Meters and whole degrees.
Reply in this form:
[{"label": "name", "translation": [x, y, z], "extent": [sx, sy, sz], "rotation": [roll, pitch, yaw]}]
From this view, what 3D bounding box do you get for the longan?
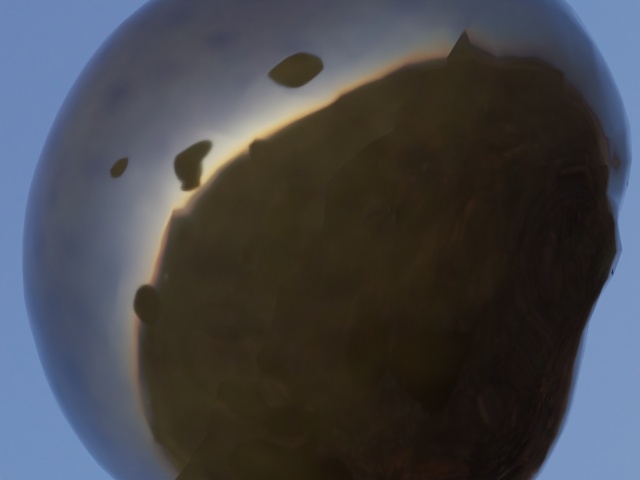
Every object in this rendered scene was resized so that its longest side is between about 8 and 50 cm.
[{"label": "longan", "translation": [0.000, 0.000, 0.566], "extent": [0.197, 0.196, 0.220], "rotation": [7, -74, -39]}]
